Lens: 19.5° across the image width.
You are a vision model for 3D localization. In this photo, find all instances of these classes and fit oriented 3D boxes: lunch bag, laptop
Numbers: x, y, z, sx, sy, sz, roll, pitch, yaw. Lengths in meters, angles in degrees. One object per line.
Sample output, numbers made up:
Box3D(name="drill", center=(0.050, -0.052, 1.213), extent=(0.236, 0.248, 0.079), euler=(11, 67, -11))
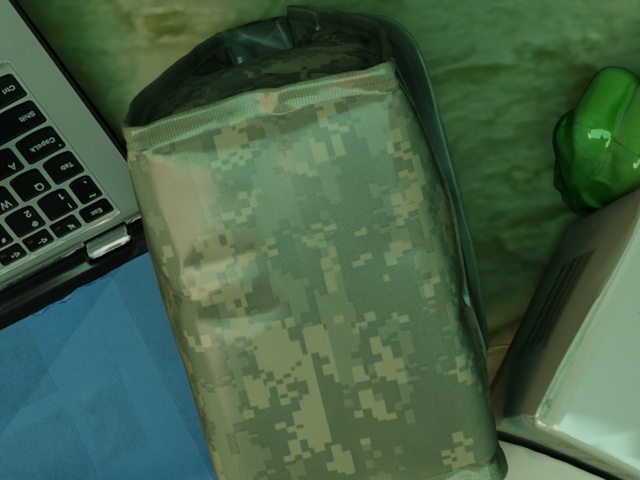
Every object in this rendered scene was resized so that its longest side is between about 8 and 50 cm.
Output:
Box3D(name="lunch bag", center=(0.000, 0.000, 1.050), extent=(0.169, 0.287, 0.235), euler=(-14, 105, 3))
Box3D(name="laptop", center=(-0.270, 0.091, 1.097), extent=(0.382, 0.236, 0.408), euler=(-27, 130, 8))

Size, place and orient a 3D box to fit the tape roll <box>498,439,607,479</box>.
Box3D(name="tape roll", center=(0.182, 0.225, 1.082), extent=(0.286, 0.286, 0.100), euler=(30, 78, -5))

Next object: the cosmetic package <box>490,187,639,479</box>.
Box3D(name="cosmetic package", center=(0.299, 0.126, 1.043), extent=(0.385, 0.217, 0.156), euler=(28, 81, -1))

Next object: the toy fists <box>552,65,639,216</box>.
Box3D(name="toy fists", center=(0.274, -0.033, 1.097), extent=(0.279, 0.142, 0.096), euler=(18, 85, -2))

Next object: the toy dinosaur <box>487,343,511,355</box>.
Box3D(name="toy dinosaur", center=(0.054, 0.128, 1.207), extent=(0.092, 0.053, 0.183), euler=(12, 112, -17))
